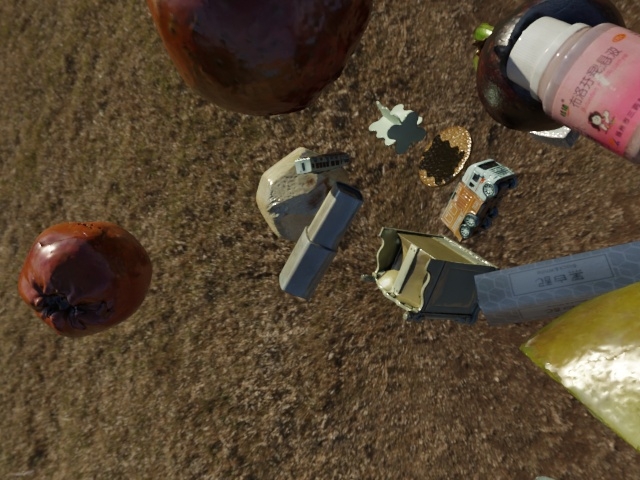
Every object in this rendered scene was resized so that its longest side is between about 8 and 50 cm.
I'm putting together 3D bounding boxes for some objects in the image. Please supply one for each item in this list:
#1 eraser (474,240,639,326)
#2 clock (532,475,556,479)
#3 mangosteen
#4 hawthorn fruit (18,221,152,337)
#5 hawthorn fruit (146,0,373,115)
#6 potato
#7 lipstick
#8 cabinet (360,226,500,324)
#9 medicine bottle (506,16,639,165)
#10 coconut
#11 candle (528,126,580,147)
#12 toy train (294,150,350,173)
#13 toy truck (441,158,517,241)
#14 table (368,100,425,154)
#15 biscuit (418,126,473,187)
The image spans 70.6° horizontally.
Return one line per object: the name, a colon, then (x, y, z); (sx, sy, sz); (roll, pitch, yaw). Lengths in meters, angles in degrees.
eraser: (0.528, 0.086, 0.904); (0.404, 0.098, 0.096); (-15, 53, 26)
clock: (0.436, 0.543, 0.750); (0.056, 0.280, 0.280); (-22, 80, -12)
mangosteen: (0.476, -0.412, 1.000); (0.306, 0.306, 0.359); (-35, 72, 6)
hawthorn fruit: (-0.415, 0.059, 0.854); (0.212, 0.299, 0.211); (1, 101, 3)
hawthorn fruit: (-0.122, -0.422, 0.768); (0.403, 0.403, 0.402); (-1, 85, 11)
potato: (0.447, 0.127, 0.580); (0.213, 0.330, 0.280); (45, 97, 7)
lipstick: (0.000, 0.000, 0.937); (0.078, 0.079, 0.252); (21, 115, -17)
cabinet: (0.362, 0.120, 1.539); (0.290, 0.318, 0.227); (43, 120, 52)
medicine bottle: (0.392, -0.219, 0.633); (0.147, 0.147, 0.247); (-46, 57, 4)
coconut: (-0.058, -0.198, 1.921); (0.415, 0.415, 0.344); (-41, 61, 5)
candle: (0.734, -0.363, 1.388); (0.192, 0.068, 0.168); (-26, 52, 37)
toy train: (0.014, -0.187, 1.085); (0.043, 0.207, 0.047); (-5, 100, 32)
toy truck: (0.569, -0.153, 1.656); (0.136, 0.305, 0.162); (-19, 54, -30)
table: (0.287, -0.448, 1.746); (0.167, 0.166, 0.198); (-38, 39, 6)
biscuit: (0.487, -0.320, 1.755); (0.037, 0.262, 0.261); (24, 90, -30)
